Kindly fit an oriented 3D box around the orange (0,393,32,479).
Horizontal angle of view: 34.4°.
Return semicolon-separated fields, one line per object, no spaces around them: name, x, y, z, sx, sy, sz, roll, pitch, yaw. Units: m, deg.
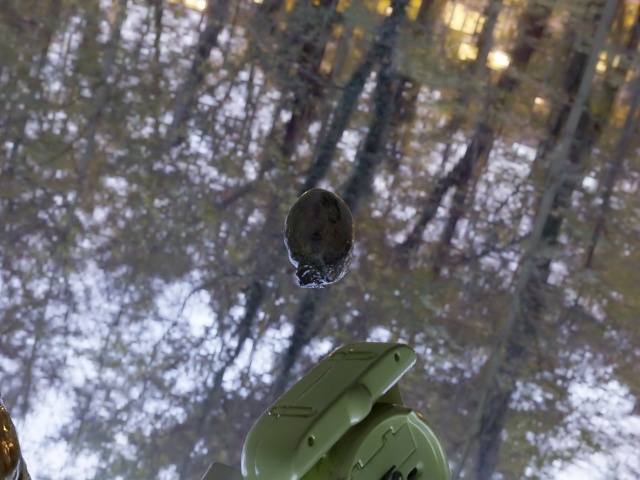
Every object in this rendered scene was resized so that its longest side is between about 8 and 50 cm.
orange;-0.337;0.160;0.629;0.329;0.329;0.249;22;-152;16

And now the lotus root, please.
lotus root;0.000;0.000;0.758;0.049;0.054;0.099;-17;-147;17

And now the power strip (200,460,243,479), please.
power strip;-0.101;0.248;0.692;0.043;0.106;0.367;20;-173;3

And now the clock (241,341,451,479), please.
clock;0.040;0.206;0.799;0.069;0.232;0.170;-6;-157;41
